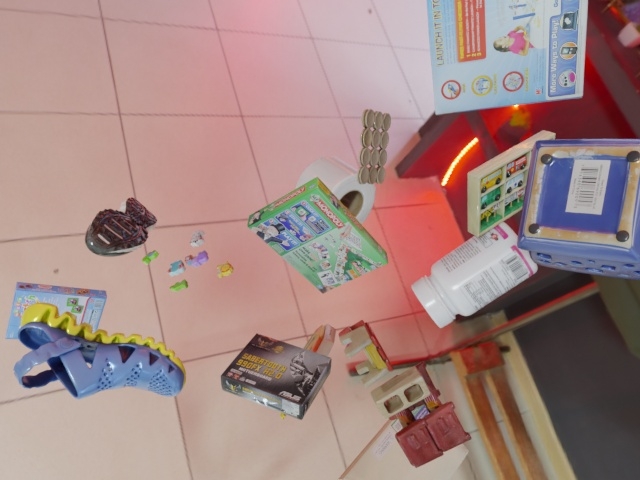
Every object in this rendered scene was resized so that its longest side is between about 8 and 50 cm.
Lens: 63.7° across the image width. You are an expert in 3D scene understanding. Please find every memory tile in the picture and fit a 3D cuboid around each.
[{"bbox_3d":[0.108,-0.187,1.041,0.113,0.012,0.148,-13,112,-56],"label":"memory tile"}]

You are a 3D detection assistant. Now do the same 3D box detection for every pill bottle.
[{"bbox_3d":[0.385,0.091,1.313,0.283,0.160,0.160,-35,79,9],"label":"pill bottle"}]

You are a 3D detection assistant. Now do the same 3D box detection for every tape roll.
[{"bbox_3d":[0.053,-0.158,1.845,0.246,0.246,0.169,-18,40,-32],"label":"tape roll"}]

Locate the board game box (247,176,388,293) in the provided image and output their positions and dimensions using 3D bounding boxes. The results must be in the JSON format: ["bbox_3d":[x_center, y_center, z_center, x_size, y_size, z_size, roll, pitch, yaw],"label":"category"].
[{"bbox_3d":[0.000,0.000,1.306,0.317,0.213,0.046,45,29,-35],"label":"board game box"}]

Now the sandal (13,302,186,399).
[{"bbox_3d":[-0.403,0.229,0.924,0.317,0.126,0.138,17,38,-6],"label":"sandal"}]

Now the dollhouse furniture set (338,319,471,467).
[{"bbox_3d":[0.183,0.315,1.204,0.152,0.201,0.374,-29,110,0],"label":"dollhouse furniture set"}]

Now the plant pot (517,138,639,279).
[{"bbox_3d":[0.493,-0.063,0.923,0.212,0.235,0.236,14,87,-50],"label":"plant pot"}]

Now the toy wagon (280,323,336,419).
[{"bbox_3d":[-0.058,0.437,1.690,0.068,0.344,0.267,33,15,-3],"label":"toy wagon"}]

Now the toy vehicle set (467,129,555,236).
[{"bbox_3d":[0.461,-0.139,1.246,0.266,0.166,0.035,-29,39,-22],"label":"toy vehicle set"}]

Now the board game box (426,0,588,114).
[{"bbox_3d":[0.379,-0.437,1.066,0.301,0.308,0.086,-3,28,15],"label":"board game box"}]

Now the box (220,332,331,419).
[{"bbox_3d":[-0.110,0.343,1.327,0.230,0.056,0.183,15,33,20],"label":"box"}]

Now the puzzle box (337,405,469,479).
[{"bbox_3d":[0.284,0.741,1.701,0.409,0.052,0.272,-37,83,-31],"label":"puzzle box"}]

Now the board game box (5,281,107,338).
[{"bbox_3d":[-0.687,0.192,1.342,0.211,0.160,0.039,11,26,-33],"label":"board game box"}]

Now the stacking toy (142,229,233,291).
[{"bbox_3d":[-0.397,0.073,1.543,0.052,0.221,0.167,-100,164,-48],"label":"stacking toy"}]

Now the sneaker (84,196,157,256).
[{"bbox_3d":[-0.416,-0.007,1.058,0.100,0.271,0.108,42,96,-11],"label":"sneaker"}]
